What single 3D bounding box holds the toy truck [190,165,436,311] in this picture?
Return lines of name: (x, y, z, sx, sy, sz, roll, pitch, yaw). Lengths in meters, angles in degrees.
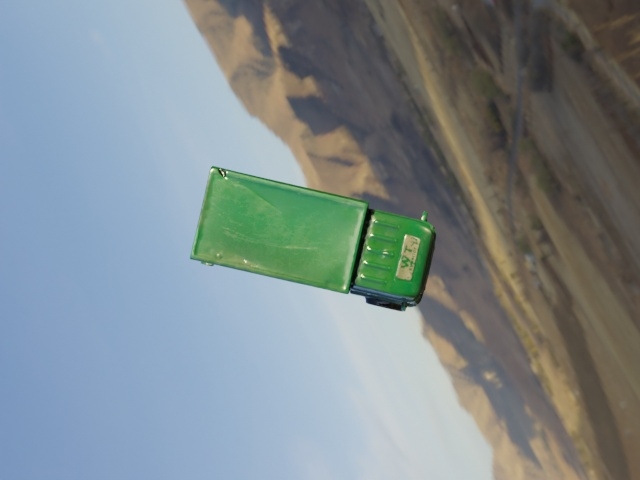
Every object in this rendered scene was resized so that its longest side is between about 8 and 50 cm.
toy truck: (0.000, 0.000, 0.630, 0.079, 0.147, 0.065, 76, -152, -88)
